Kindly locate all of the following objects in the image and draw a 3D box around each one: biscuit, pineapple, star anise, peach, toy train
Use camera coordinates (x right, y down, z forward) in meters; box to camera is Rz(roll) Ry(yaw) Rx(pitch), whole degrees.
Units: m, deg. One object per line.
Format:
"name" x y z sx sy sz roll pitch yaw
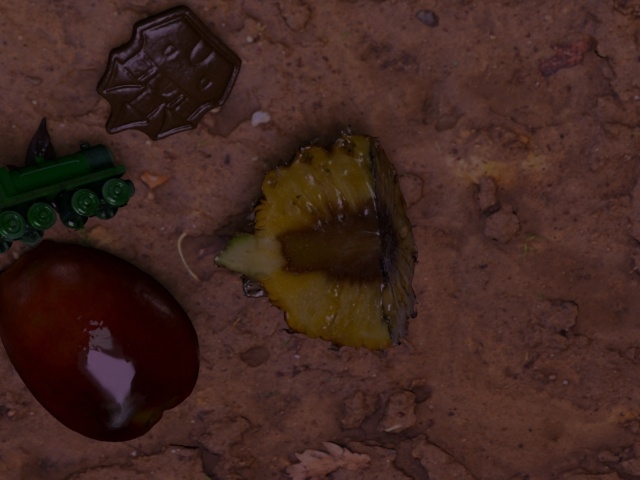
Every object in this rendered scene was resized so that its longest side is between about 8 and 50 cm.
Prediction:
"biscuit" -0.229 -0.225 1.553 0.215 0.034 0.182 -42 127 10
"pineapple" -0.003 0.000 1.686 0.286 0.209 0.345 -5 95 21
"star anise" -0.438 -0.053 1.526 0.218 0.227 0.148 -2 125 3
"peach" -0.356 0.149 1.674 0.338 0.281 0.281 43 105 9
"toy train" -0.383 -0.066 1.514 0.251 0.085 0.119 -22 84 -39

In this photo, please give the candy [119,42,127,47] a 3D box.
"candy" -0.249 -0.268 1.553 0.083 0.023 0.025 9 158 -22
